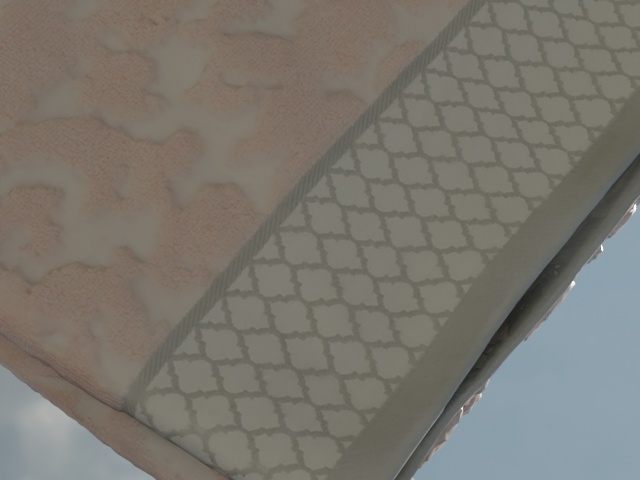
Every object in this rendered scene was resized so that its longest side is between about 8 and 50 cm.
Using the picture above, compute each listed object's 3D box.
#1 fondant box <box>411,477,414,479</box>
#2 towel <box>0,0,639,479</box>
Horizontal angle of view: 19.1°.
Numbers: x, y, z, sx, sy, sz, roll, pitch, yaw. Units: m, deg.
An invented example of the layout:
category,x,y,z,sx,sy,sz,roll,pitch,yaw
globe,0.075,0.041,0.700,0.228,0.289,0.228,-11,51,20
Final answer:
category,x,y,z,sx,sy,sz,roll,pitch,yaw
fondant box,-0.055,0.282,1.257,0.330,0.096,0.238,-36,-120,2
towel,-0.027,-0.075,0.746,0.332,0.317,0.053,-48,168,-30
